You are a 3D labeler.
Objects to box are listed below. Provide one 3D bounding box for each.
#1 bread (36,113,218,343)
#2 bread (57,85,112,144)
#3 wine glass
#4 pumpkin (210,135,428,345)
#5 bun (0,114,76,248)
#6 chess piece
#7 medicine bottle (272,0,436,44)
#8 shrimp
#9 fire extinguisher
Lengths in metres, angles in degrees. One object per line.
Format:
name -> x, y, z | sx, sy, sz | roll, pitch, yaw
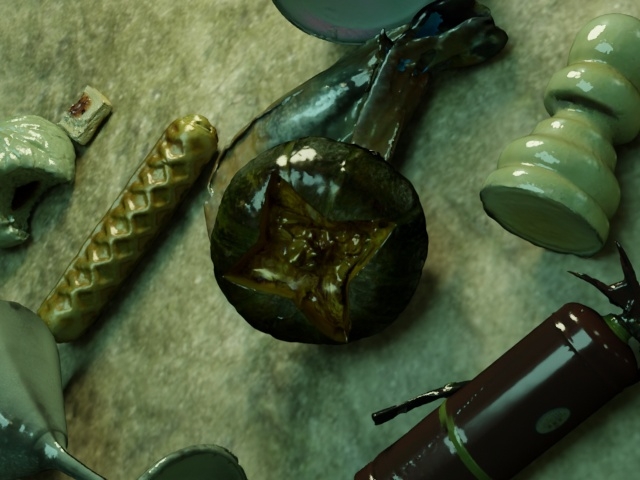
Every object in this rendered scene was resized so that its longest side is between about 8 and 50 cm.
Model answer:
bread -> -0.260, -0.016, 1.487 | 0.077, 0.084, 0.367 | 36, 88, 3
bread -> -0.360, -0.191, 1.690 | 0.083, 0.035, 0.070 | -49, 48, 0
wine glass -> -0.294, 0.252, 1.255 | 0.406, 0.267, 0.267 | 22, 81, 38
pumpkin -> -0.001, -0.001, 1.196 | 0.238, 0.159, 0.237 | 1, 101, 7
bun -> -0.474, -0.098, 1.664 | 0.204, 0.126, 0.212 | 2, 68, 40
chess piece -> 0.268, -0.119, 1.119 | 0.133, 0.133, 0.243 | 13, 69, 41
medicine bottle -> 0.039, -0.422, 1.373 | 0.245, 0.245, 0.290 | -30, 43, 21
shrimp -> 0.029, -0.124, 1.317 | 0.446, 0.110, 0.221 | -42, 54, 16
fire extinguisher -> 0.176, 0.145, 1.033 | 0.341, 0.141, 0.105 | -43, 6, 14
